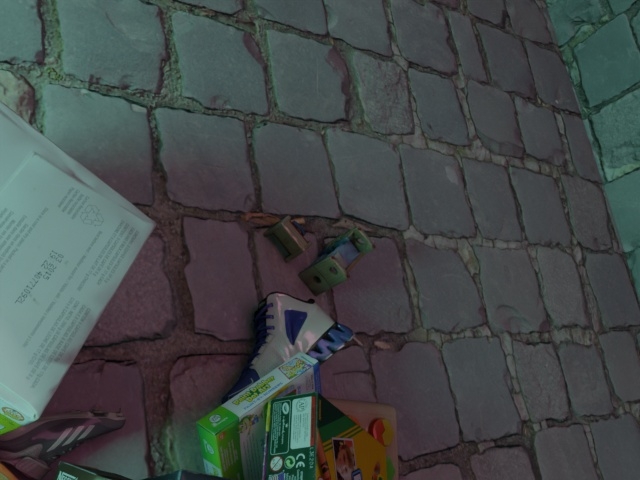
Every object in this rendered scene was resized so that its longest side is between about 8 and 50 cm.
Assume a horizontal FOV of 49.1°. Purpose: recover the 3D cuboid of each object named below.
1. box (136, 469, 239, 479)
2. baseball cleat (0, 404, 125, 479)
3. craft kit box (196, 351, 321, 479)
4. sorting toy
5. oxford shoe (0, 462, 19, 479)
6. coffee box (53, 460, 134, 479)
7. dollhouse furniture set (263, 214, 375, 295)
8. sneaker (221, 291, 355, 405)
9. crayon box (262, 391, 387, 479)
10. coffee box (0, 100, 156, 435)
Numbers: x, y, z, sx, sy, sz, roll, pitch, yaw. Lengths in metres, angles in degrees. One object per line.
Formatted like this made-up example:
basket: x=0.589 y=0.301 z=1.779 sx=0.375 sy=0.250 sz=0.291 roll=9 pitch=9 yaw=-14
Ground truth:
box: x=-0.220 y=0.516 z=1.033 sx=0.182 sy=0.294 sz=0.296 roll=23 pitch=58 yaw=-28
baseball cleat: x=-0.419 y=0.325 z=1.130 sx=0.205 sy=0.072 sz=0.109 roll=6 pitch=81 yaw=-32
craft kit box: x=-0.095 y=0.365 z=1.260 sx=0.246 sy=0.061 sz=0.250 roll=-31 pitch=128 yaw=-41
sorting toy: x=0.091 y=0.435 z=1.457 sx=0.193 sy=0.038 sz=0.208 roll=14 pitch=61 yaw=-33
oxford shoe: x=-0.492 y=0.384 z=0.997 sx=0.363 sy=0.130 sz=0.133 roll=40 pitch=56 yaw=-17
coffee box: x=-0.284 y=0.388 z=0.935 sx=0.098 sy=0.246 sz=0.141 roll=27 pitch=69 yaw=-34
dollhouse furniture set: x=0.000 y=0.000 z=1.556 sx=0.184 sy=0.129 sz=0.129 roll=50 pitch=48 yaw=-8
sneaker: x=-0.095 y=0.212 z=1.403 sx=0.315 sy=0.127 sz=0.182 roll=-33 pitch=78 yaw=-36
crayon box: x=0.018 y=0.483 z=1.175 sx=0.313 sy=0.106 sz=0.363 roll=48 pitch=35 yaw=-48
coffee box: x=-0.507 y=0.049 z=0.996 sx=0.338 sy=0.334 sz=0.338 roll=39 pitch=50 yaw=-20
